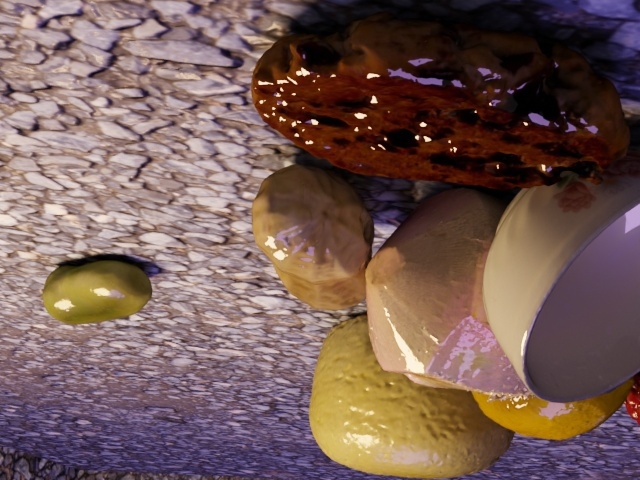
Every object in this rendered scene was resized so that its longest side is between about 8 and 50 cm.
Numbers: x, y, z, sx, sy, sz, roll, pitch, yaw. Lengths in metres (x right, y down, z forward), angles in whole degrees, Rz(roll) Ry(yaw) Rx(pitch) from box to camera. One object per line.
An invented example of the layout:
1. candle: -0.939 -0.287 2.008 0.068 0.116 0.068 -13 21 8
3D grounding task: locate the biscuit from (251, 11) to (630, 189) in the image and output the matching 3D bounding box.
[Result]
1. biscuit: 0.103 -0.122 1.262 0.334 0.081 0.289 8 164 9

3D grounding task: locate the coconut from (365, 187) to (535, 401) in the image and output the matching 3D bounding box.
1. coconut: 0.164 0.062 1.602 0.245 0.233 0.233 11 163 -28

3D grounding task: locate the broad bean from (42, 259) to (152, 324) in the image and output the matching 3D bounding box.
1. broad bean: -0.319 0.077 2.056 0.174 0.082 0.124 -4 158 34

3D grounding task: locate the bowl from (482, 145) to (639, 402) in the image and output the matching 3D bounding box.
1. bowl: 0.267 0.015 1.433 0.145 0.277 0.277 48 -170 35

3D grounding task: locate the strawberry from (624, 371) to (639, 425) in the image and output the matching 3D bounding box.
1. strawberry: 0.479 0.186 1.985 0.234 0.178 0.234 7 156 3

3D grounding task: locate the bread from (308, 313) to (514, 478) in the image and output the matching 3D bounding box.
1. bread: 0.140 0.247 2.185 0.320 0.237 0.320 9 166 2

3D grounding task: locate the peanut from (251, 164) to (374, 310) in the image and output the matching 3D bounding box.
1. peanut: 0.000 0.000 1.620 0.130 0.130 0.290 4 164 8

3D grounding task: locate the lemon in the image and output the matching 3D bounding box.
1. lemon: 0.305 0.165 1.919 0.204 0.204 0.260 20 155 -38
